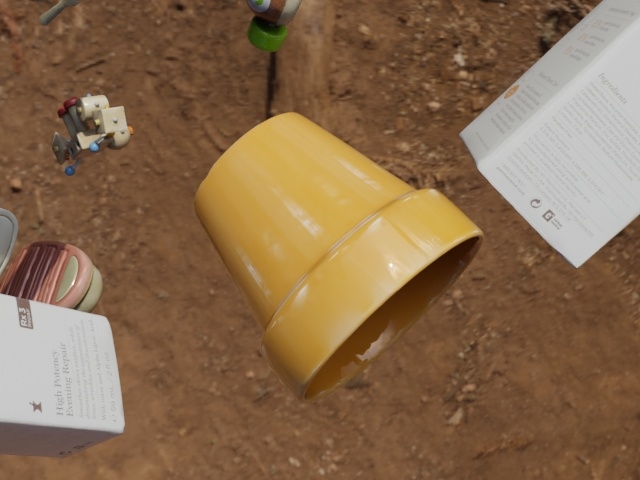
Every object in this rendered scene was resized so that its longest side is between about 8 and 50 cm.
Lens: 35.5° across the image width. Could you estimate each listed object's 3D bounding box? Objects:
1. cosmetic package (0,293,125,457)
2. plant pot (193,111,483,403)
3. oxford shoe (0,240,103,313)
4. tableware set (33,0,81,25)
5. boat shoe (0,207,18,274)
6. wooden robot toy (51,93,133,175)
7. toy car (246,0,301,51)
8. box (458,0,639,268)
[{"bbox_3d":[-0.276,0.110,0.829,0.085,0.231,0.117,-25,66,24],"label":"cosmetic package"},{"bbox_3d":[0.000,0.000,0.846,0.188,0.205,0.205,47,117,15],"label":"plant pot"},{"bbox_3d":[-0.377,0.105,1.354,0.397,0.146,0.141,-19,47,50],"label":"oxford shoe"},{"bbox_3d":[-0.278,-0.324,1.064,0.194,0.039,0.128,-22,119,39],"label":"tableware set"},{"bbox_3d":[-0.433,0.059,1.090,0.079,0.095,0.254,30,83,37],"label":"boat shoe"},{"bbox_3d":[-0.257,-0.134,1.179,0.173,0.079,0.076,-24,83,55],"label":"wooden robot toy"},{"bbox_3d":[-0.108,-0.364,1.295,0.188,0.149,0.155,18,135,-13],"label":"toy car"},{"bbox_3d":[0.350,-0.165,1.158,0.345,0.215,0.168,-43,100,13],"label":"box"}]
